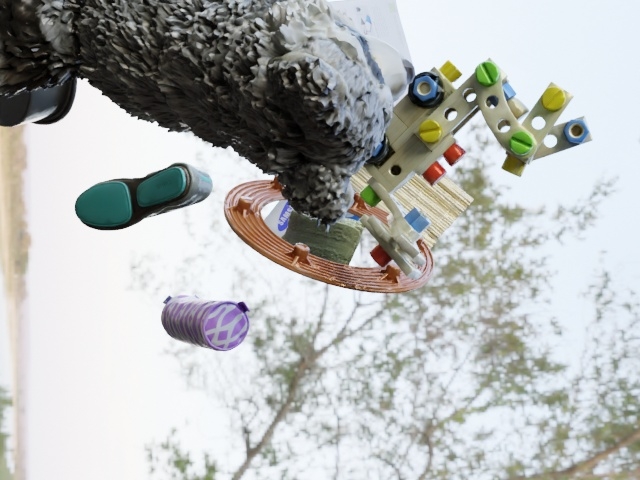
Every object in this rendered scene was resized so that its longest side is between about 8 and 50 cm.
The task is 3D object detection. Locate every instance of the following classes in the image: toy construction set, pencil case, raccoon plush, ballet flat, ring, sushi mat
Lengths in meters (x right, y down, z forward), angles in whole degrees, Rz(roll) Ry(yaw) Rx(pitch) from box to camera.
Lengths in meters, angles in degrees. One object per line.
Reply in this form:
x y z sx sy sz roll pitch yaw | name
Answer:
0.168 -0.106 1.131 0.215 0.327 0.151 47 -2 8 | toy construction set
-0.192 0.133 1.442 0.206 0.088 0.086 4 -51 59 | pencil case
-0.141 -0.118 0.800 0.216 0.446 0.299 58 15 -45 | raccoon plush
-0.236 -0.054 1.178 0.213 0.068 0.072 -12 -100 30 | ballet flat
0.018 -0.022 1.321 0.337 0.336 0.032 -121 -136 -56 | ring
0.142 -0.131 1.748 0.316 0.151 0.019 41 -10 4 | sushi mat

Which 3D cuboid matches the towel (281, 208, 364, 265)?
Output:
0.000 0.000 1.550 0.110 0.148 0.027 -67 -154 24 | towel

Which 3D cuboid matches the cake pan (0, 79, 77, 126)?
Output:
-0.403 -0.260 1.025 0.293 0.054 0.293 27 -43 28 | cake pan

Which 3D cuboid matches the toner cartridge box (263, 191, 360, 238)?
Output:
0.028 -0.095 1.879 0.348 0.165 0.075 -54 169 -26 | toner cartridge box

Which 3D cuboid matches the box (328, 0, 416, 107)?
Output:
0.050 -0.318 1.585 0.058 0.322 0.233 -12 -84 44 | box
